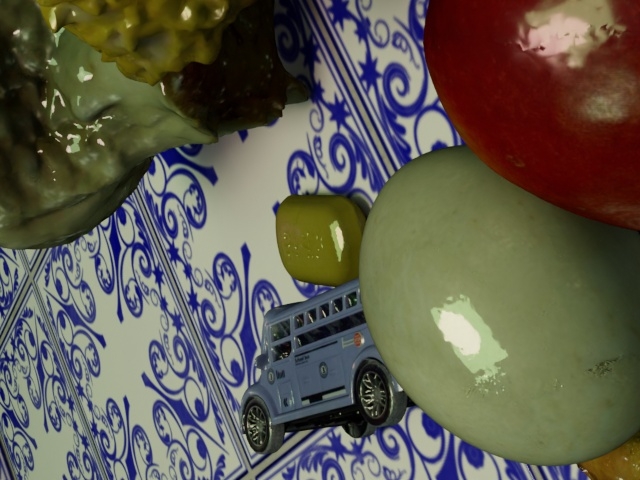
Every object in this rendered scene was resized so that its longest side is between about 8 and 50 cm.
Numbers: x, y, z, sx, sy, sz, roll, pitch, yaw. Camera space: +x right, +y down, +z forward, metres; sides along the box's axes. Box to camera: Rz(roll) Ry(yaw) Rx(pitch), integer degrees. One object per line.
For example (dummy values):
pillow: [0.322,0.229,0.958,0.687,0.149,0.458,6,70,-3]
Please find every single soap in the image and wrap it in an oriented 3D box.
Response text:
soap: [-0.001,0.000,1.111,0.140,0.045,0.089,4,102,57]

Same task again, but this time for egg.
egg: [0.125,0.038,0.787,0.253,0.187,0.186,48,139,36]

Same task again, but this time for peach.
peach: [0.175,-0.110,0.641,0.243,0.199,0.243,32,139,32]

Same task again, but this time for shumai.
shumai: [-0.182,-0.182,1.130,0.323,0.397,0.324,-9,117,29]

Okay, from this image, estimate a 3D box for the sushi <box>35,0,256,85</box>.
sushi: [-0.100,-0.346,0.824,0.396,0.240,0.351,-41,43,22]

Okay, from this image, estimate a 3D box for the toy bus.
toy bus: [0.035,0.102,1.017,0.292,0.125,0.133,-27,69,56]

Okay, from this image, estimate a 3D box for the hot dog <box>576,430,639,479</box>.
hot dog: [0.266,0.165,0.732,0.289,0.068,0.083,19,111,55]
